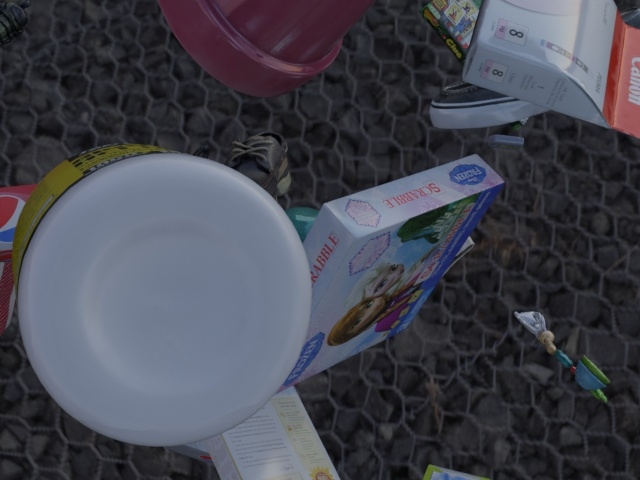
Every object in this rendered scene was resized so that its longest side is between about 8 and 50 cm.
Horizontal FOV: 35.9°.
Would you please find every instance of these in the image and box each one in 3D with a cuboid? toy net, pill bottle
[{"bbox_3d":[0.463,0.206,1.881,0.045,0.122,0.232,-47,54,9],"label":"toy net"},{"bbox_3d":[-0.140,0.020,0.761,0.187,0.334,0.188,-3,98,-18],"label":"pill bottle"}]

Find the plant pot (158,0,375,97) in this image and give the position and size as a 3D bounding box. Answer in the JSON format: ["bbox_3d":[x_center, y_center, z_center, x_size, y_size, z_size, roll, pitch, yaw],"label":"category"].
[{"bbox_3d":[-0.023,-0.258,0.896,0.180,0.201,0.201,-26,53,41],"label":"plant pot"}]

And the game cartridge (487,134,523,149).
[{"bbox_3d":[0.309,-0.164,1.657,0.055,0.083,0.017,10,90,6],"label":"game cartridge"}]

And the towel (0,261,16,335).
[{"bbox_3d":[-0.528,0.100,1.556,0.037,0.329,0.237,20,108,-2],"label":"towel"}]

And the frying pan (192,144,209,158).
[{"bbox_3d":[-0.305,-0.041,1.733,0.197,0.326,0.053,-13,50,-23],"label":"frying pan"}]

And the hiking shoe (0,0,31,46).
[{"bbox_3d":[-0.546,-0.353,1.628,0.114,0.086,0.227,-28,27,11],"label":"hiking shoe"}]

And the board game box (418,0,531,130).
[{"bbox_3d":[0.291,-0.326,1.677,0.260,0.030,0.136,49,57,-9],"label":"board game box"}]

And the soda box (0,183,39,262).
[{"bbox_3d":[-0.386,-0.026,1.353,0.263,0.083,0.092,-8,81,-23],"label":"soda box"}]

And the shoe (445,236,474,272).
[{"bbox_3d":[0.181,0.060,1.725,0.058,0.076,0.219,41,82,15],"label":"shoe"}]

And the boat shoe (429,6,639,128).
[{"bbox_3d":[0.309,-0.250,1.412,0.335,0.119,0.121,-14,20,19],"label":"boat shoe"}]

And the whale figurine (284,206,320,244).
[{"bbox_3d":[0.000,0.000,1.835,0.272,0.141,0.216,-16,39,38],"label":"whale figurine"}]

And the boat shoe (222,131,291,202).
[{"bbox_3d":[-0.134,-0.130,1.819,0.132,0.355,0.130,2,105,5],"label":"boat shoe"}]

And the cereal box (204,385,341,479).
[{"bbox_3d":[-0.073,0.291,1.374,0.173,0.047,0.240,5,45,-43],"label":"cereal box"}]

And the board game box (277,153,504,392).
[{"bbox_3d":[0.069,0.047,1.341,0.318,0.319,0.066,-20,59,-43],"label":"board game box"}]

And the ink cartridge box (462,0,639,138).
[{"bbox_3d":[0.271,-0.199,0.995,0.232,0.066,0.189,17,49,5],"label":"ink cartridge box"}]

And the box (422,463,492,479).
[{"bbox_3d":[0.225,0.450,1.691,0.042,0.178,0.109,18,87,55],"label":"box"}]

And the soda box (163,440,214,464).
[{"bbox_3d":[-0.150,0.398,1.912,0.286,0.098,0.091,21,64,-10],"label":"soda box"}]
